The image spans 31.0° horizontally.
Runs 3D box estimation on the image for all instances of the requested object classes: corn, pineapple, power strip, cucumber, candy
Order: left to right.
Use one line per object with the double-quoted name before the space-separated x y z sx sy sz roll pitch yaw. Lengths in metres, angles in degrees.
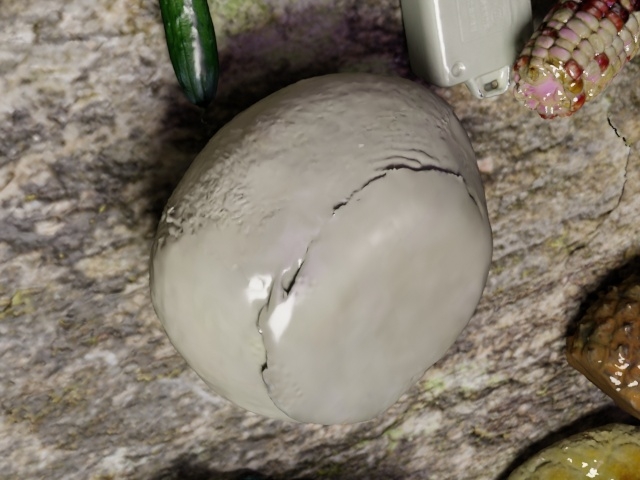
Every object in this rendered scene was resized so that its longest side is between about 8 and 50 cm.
"cucumber" -0.098 -0.166 0.839 0.039 0.039 0.168 -19 117 -19
"candy" 0.000 0.000 0.875 0.295 0.185 0.296 -20 120 -38
"power strip" 0.100 -0.271 0.883 0.098 0.058 0.338 -21 120 -17
"corn" 0.255 -0.213 0.936 0.280 0.092 0.092 -51 126 -19
"pineapple" 0.349 0.050 1.115 0.128 0.128 0.248 40 86 -34

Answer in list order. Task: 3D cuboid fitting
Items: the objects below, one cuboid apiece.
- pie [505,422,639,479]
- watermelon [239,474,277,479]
"pie" 0.306 0.329 1.135 0.337 0.337 0.075 -45 166 -3
"watermelon" 0.001 0.278 0.987 0.318 0.226 0.148 27 70 -47
